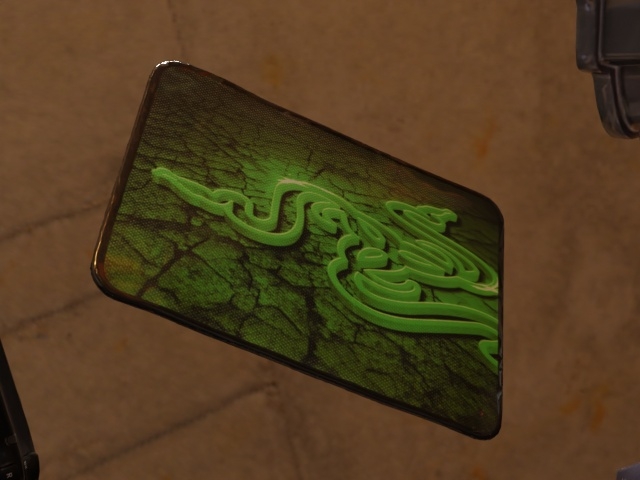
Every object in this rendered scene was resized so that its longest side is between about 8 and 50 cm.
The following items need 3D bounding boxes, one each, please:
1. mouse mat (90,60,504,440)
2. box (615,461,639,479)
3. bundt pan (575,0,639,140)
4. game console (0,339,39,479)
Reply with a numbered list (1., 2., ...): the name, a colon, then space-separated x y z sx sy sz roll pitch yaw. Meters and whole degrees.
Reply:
1. mouse mat: 0.000 0.000 0.605 0.189 0.007 0.153 23 -137 -15
2. box: 0.235 0.191 0.836 0.036 0.225 0.136 23 -122 -18
3. bundt pan: 0.204 -0.195 0.548 0.331 0.124 0.331 -30 -55 -57
4. game console: -0.168 0.113 0.662 0.044 0.213 0.361 -18 -88 -31
